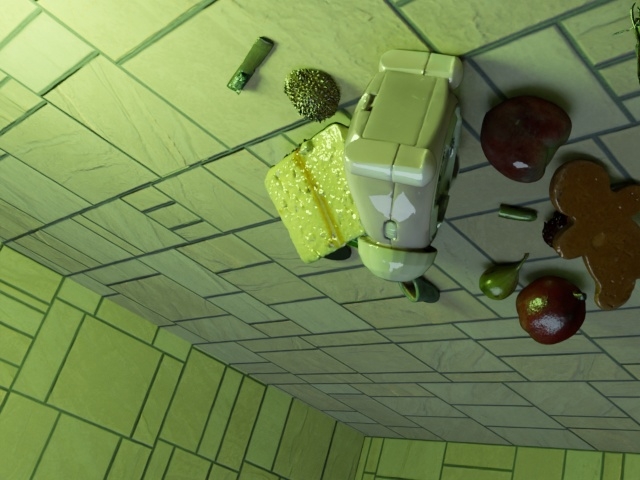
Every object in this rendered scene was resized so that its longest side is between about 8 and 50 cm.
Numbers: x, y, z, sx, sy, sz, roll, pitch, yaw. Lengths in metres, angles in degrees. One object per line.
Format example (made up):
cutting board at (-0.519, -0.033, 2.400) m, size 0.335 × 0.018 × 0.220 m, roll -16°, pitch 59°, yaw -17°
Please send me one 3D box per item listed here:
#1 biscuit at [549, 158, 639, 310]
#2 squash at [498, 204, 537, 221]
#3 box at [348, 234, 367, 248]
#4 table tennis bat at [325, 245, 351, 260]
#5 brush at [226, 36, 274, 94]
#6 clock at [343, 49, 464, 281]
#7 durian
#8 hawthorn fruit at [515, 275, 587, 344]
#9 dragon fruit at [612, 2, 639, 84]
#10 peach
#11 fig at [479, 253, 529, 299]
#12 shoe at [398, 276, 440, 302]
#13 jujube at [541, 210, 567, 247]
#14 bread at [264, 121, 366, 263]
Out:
biscuit at (0.558, -0.027, 1.422) m, size 0.324 × 0.205 × 0.049 m, roll 48°, pitch -175°, yaw -19°
squash at (0.437, -0.058, 1.590) m, size 0.083 × 0.028 × 0.027 m, roll 12°, pitch 154°, yaw 13°
box at (0.095, -0.035, 1.766) m, size 0.345 × 0.097 × 0.134 m, roll 19°, pitch 152°, yaw -2°
table tennis bat at (0.000, 0.000, 1.985) m, size 0.130 × 0.019 × 0.220 m, roll -6°, pitch 147°, yaw 37°
brush at (-0.142, -0.335, 1.404) m, size 0.034 × 0.028 × 0.190 m, roll 24°, pitch 152°, yaw -18°
clock at (0.157, -0.126, 1.293) m, size 0.184 × 0.342 × 0.326 m, roll 13°, pitch 147°, yaw 22°
durian at (-0.014, -0.270, 1.408) m, size 0.110 × 0.071 × 0.140 m, roll -4°, pitch 152°, yaw 38°
hawthorn fruit at (0.589, 0.170, 1.800) m, size 0.169 × 0.169 × 0.188 m, roll 34°, pitch 138°, yaw -30°
dragon fruit at (0.550, -0.239, 1.004) m, size 0.293 × 0.234 × 0.234 m, roll 39°, pitch 167°, yaw 31°
peach at (0.354, -0.185, 1.276) m, size 0.152 × 0.152 × 0.152 m, roll 14°, pitch 154°, yaw 7°
fig at (0.474, 0.100, 1.810) m, size 0.093 × 0.093 × 0.166 m, roll 29°, pitch 151°, yaw -23°
shoe at (0.265, 0.142, 2.034) m, size 0.079 × 0.078 × 0.195 m, roll -7°, pitch 141°, yaw 40°
jujube at (0.539, -0.022, 1.525) m, size 0.104 × 0.104 × 0.166 m, roll 18°, pitch 161°, yaw -1°
bread at (0.040, -0.125, 1.560) m, size 0.263 × 0.198 × 0.236 m, roll -29°, pitch 94°, yaw 42°
